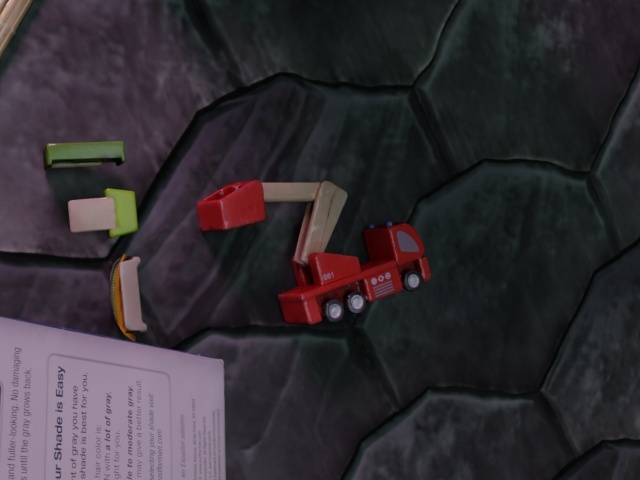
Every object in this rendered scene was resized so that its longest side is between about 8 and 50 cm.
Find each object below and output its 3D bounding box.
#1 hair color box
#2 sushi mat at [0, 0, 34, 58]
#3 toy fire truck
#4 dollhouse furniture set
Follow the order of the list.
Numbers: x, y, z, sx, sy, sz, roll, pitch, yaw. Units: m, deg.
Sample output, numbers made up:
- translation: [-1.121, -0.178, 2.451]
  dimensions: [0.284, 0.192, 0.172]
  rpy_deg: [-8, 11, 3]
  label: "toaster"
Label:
- translation: [-0.219, 0.142, 0.678]
  dimensions: [0.347, 0.105, 0.173]
  rpy_deg: [19, 60, -45]
  label: "hair color box"
- translation: [-0.308, -0.137, 0.749]
  dimensions: [0.151, 0.019, 0.316]
  rpy_deg: [32, 74, -26]
  label: "sushi mat"
- translation: [0.000, 0.000, 0.917]
  dimensions: [0.192, 0.047, 0.135]
  rpy_deg: [-19, 98, -31]
  label: "toy fire truck"
- translation: [-0.171, 0.002, 0.804]
  dimensions: [0.059, 0.076, 0.151]
  rpy_deg: [-6, 91, -19]
  label: "dollhouse furniture set"
